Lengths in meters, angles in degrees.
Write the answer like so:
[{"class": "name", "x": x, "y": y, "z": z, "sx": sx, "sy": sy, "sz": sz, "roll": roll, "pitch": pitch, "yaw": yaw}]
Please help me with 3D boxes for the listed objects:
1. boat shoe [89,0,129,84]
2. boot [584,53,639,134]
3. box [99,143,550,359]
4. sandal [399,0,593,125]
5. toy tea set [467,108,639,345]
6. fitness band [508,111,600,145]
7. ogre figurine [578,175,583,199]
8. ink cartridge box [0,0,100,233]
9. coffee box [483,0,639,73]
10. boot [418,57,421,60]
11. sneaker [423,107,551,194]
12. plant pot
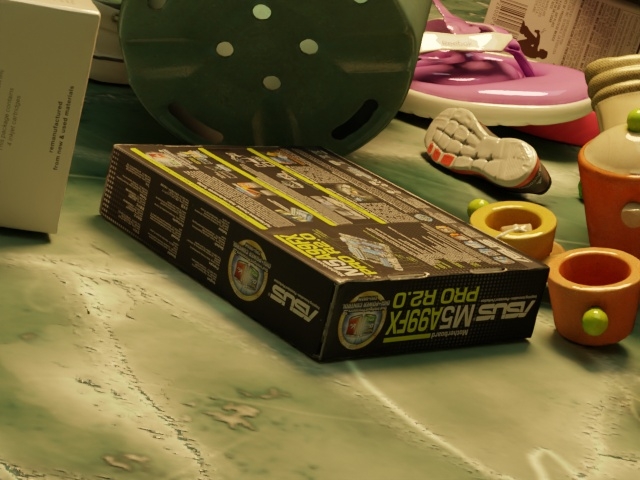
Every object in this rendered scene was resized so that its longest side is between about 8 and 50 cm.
[{"class": "boat shoe", "x": -0.141, "y": -0.208, "z": 1.763, "sx": 0.267, "sy": 0.088, "sz": 0.096, "roll": 0, "pitch": 22, "yaw": -37}, {"class": "boot", "x": 0.363, "y": -0.066, "z": 1.547, "sx": 0.262, "sy": 0.095, "sz": 0.203, "roll": 5, "pitch": 61, "yaw": -16}, {"class": "box", "x": 0.000, "y": 0.000, "z": 1.280, "sx": 0.216, "sy": 0.060, "sz": 0.270, "roll": -4, "pitch": 24, "yaw": -42}, {"class": "sandal", "x": 0.104, "y": -0.211, "z": 1.885, "sx": 0.416, "sy": 0.102, "sz": 0.169, "roll": 13, "pitch": 30, "yaw": 19}, {"class": "toy tea set", "x": 0.248, "y": 0.000, "z": 1.293, "sx": 0.200, "sy": 0.124, "sz": 0.336, "roll": -15, "pitch": 29, "yaw": -22}, {"class": "fitness band", "x": 0.297, "y": -0.161, "z": 2.031, "sx": 0.291, "sy": 0.054, "sz": 0.209, "roll": -1, "pitch": 26, "yaw": -38}, {"class": "ogre figurine", "x": 0.360, "y": -0.072, "z": 1.683, "sx": 0.118, "sy": 0.197, "sz": 0.097, "roll": 17, "pitch": 39, "yaw": -53}, {"class": "ink cartridge box", "x": -0.297, "y": -0.121, "z": 1.240, "sx": 0.233, "sy": 0.168, "sz": 0.171, "roll": 8, "pitch": 18, "yaw": -18}, {"class": "coffee box", "x": 0.346, "y": -0.227, "z": 1.989, "sx": 0.297, "sy": 0.119, "sz": 0.168, "roll": 20, "pitch": 19, "yaw": 11}, {"class": "boot", "x": 0.034, "y": -0.261, "z": 1.827, "sx": 0.137, "sy": 0.198, "sz": 0.077, "roll": -12, "pitch": -7, "yaw": 25}, {"class": "sneaker", "x": 0.163, "y": -0.077, "z": 1.682, "sx": 0.065, "sy": 0.061, "sz": 0.158, "roll": 35, "pitch": 1, "yaw": -42}, {"class": "plant pot", "x": -0.031, "y": -0.260, "z": 1.564, "sx": 0.341, "sy": 0.341, "sz": 0.334, "roll": 13, "pitch": 42, "yaw": -4}]
